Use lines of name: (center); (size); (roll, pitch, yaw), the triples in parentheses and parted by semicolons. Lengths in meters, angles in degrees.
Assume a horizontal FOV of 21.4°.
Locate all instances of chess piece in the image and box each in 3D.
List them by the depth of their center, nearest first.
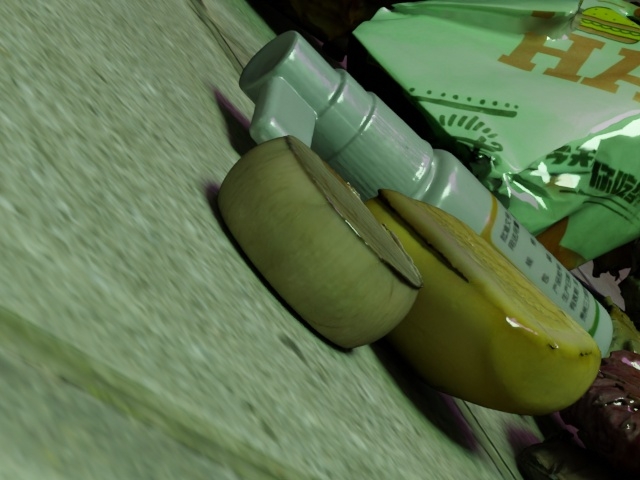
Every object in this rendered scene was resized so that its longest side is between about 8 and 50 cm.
chess piece: (0.000, 0.000, 0.616); (0.083, 0.038, 0.083); (45, 10, -11)

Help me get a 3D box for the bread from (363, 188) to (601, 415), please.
bread: (0.054, 0.031, 0.677); (0.082, 0.056, 0.115); (19, 21, -50)

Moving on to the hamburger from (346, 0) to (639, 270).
hamburger: (0.119, -0.075, 0.948); (0.235, 0.214, 0.125); (36, -43, 47)

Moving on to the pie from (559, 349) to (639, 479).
pie: (0.173, 0.093, 0.740); (0.154, 0.036, 0.154); (23, 11, -5)

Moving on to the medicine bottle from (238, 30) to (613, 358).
medicine bottle: (0.047, -0.001, 0.780); (0.220, 0.061, 0.092); (43, 31, -23)

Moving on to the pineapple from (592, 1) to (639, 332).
pineapple: (0.243, 0.021, 1.043); (0.262, 0.262, 0.272); (43, 37, -29)

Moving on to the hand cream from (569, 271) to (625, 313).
hand cream: (0.213, 0.088, 1.179); (0.341, 0.078, 0.124); (47, 10, 36)

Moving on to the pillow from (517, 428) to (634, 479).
pillow: (0.200, 0.151, 0.738); (0.248, 0.049, 0.135); (22, 14, -31)

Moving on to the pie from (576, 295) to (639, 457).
pie: (0.220, 0.158, 0.880); (0.282, 0.068, 0.128); (48, 17, -7)

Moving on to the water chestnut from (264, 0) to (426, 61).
water chestnut: (0.057, -0.253, 1.176); (0.335, 0.335, 0.347); (55, -18, 31)
